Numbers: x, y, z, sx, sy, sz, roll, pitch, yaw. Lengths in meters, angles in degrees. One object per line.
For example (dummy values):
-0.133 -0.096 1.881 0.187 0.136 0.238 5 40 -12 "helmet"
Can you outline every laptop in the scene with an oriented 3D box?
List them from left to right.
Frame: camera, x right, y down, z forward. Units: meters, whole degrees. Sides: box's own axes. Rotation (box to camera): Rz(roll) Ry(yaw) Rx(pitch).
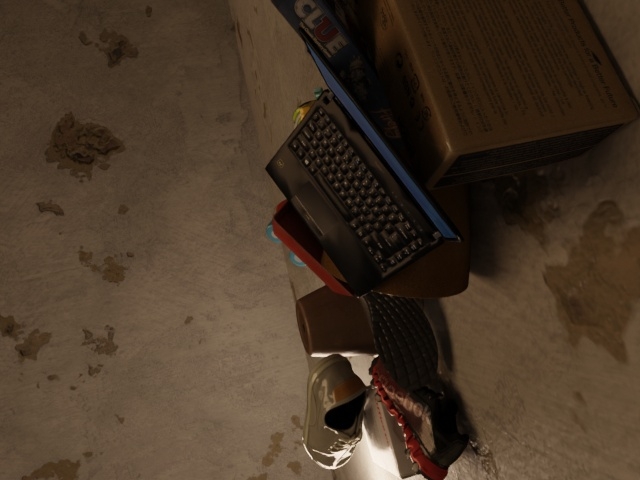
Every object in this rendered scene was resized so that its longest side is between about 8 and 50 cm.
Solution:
0.021 -0.053 0.518 0.234 0.137 0.264 55 135 6 "laptop"

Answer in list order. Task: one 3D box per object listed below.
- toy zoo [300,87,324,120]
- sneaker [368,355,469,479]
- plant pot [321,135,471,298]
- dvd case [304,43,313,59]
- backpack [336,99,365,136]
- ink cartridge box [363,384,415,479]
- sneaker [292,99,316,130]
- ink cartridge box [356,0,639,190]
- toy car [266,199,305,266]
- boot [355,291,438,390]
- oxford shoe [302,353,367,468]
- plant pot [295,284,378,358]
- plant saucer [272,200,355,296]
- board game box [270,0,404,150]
0.011 -0.251 1.209 0.192 0.030 0.293 -39 -57 -62 "toy zoo"
0.201 0.333 0.934 0.135 0.098 0.276 -48 43 17 "sneaker"
0.130 -0.073 0.709 0.237 0.237 0.254 -133 47 -67 "plant pot"
-0.004 -0.568 1.227 0.238 0.030 0.179 -116 18 -49 "dvd case"
0.059 -0.188 0.974 0.253 0.191 0.225 -111 14 -55 "backpack"
0.185 0.455 1.141 0.273 0.115 0.198 112 144 -70 "ink cartridge box"
-0.038 -0.298 1.458 0.300 0.111 0.121 99 152 -63 "sneaker"
0.163 -0.184 0.461 0.088 0.193 0.234 109 147 -69 "ink cartridge box"
-0.012 -0.076 1.456 0.238 0.219 0.210 -32 107 38 "toy car"
0.147 0.131 0.983 0.223 0.118 0.338 16 -127 -83 "boot"
0.048 0.481 1.178 0.130 0.169 0.449 41 144 42 "oxford shoe"
0.063 0.201 1.190 0.263 0.229 0.262 169 90 -76 "plant pot"
0.000 0.000 1.127 0.258 0.048 0.259 44 -153 -8 "plant saucer"
0.037 -0.241 0.548 0.243 0.042 0.165 38 -142 -42 "board game box"
